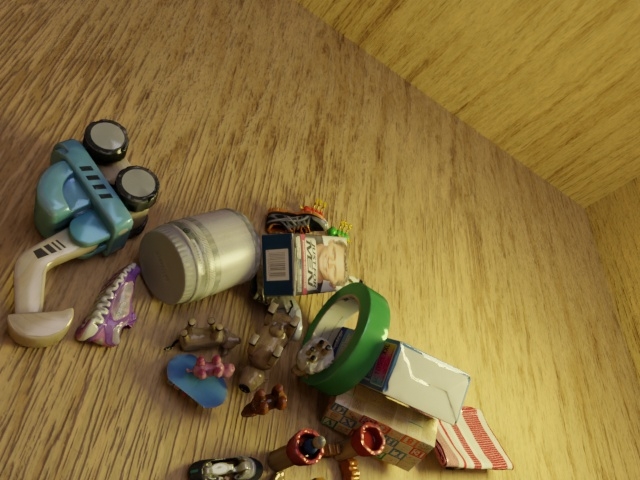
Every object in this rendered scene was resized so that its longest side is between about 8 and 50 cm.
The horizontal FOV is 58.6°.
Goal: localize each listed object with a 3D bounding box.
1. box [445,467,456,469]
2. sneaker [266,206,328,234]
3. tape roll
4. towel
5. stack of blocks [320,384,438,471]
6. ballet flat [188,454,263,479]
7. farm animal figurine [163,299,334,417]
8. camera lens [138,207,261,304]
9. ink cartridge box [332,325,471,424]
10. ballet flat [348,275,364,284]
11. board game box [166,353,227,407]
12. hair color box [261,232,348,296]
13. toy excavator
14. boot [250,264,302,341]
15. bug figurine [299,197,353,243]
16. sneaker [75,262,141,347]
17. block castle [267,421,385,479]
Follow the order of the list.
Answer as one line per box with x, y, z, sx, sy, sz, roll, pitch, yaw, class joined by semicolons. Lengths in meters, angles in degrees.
0.440;0.696;1.825;0.083;0.052;0.062;17;49;-33;box
-0.078;-0.050;1.867;0.215;0.084;0.083;6;57;16;sneaker
0.062;0.273;1.606;0.077;0.321;0.321;34;43;-21;tape roll
0.465;0.632;1.849;0.329;0.037;0.237;17;30;-32;towel
0.157;0.523;1.613;0.297;0.171;0.087;25;43;-1;stack of blocks
-0.210;0.545;1.349;0.203;0.074;0.074;13;52;-35;ballet flat
-0.178;0.294;1.482;0.330;0.172;0.327;43;60;14;farm animal figurine
-0.313;0.039;1.530;0.274;0.219;0.219;-19;74;-48;camera lens
0.195;0.377;1.662;0.270;0.395;0.151;29;75;-24;ink cartridge box
0.067;0.130;1.918;0.189;0.070;0.070;18;50;-31;ballet flat
-0.313;0.358;1.424;0.169;0.033;0.133;39;20;0;board game box
-0.035;0.070;1.675;0.347;0.105;0.173;3;85;-63;hair color box
-0.600;-0.019;1.367;0.445;0.222;0.432;-31;83;-35;toy excavator
-0.143;0.182;1.685;0.124;0.095;0.258;6;48;-32;boot
0.000;0.000;1.950;0.216;0.072;0.278;26;50;-16;bug figurine
-0.490;0.162;1.385;0.105;0.095;0.236;38;46;-23;sneaker
0.064;0.685;1.376;0.303;0.213;0.453;10;54;-37;block castle
